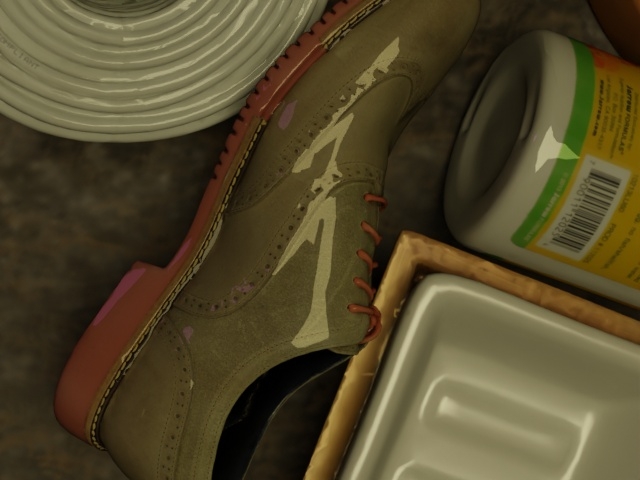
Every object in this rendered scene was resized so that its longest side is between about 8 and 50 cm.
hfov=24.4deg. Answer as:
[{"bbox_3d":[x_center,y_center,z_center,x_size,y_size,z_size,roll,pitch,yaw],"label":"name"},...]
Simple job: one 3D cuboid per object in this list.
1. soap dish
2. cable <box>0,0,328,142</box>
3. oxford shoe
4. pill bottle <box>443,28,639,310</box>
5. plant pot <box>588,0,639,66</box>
[{"bbox_3d":[0.091,0.164,0.894,0.229,0.118,0.290,21,91,-14],"label":"soap dish"},{"bbox_3d":[-0.107,-0.179,0.800,0.257,0.089,0.257,14,106,-23],"label":"cable"},{"bbox_3d":[0.000,0.000,0.833,0.130,0.123,0.348,37,97,23],"label":"oxford shoe"},{"bbox_3d":[0.211,-0.023,0.891,0.246,0.136,0.136,20,92,-14],"label":"pill bottle"},{"bbox_3d":[0.316,-0.207,0.860,0.291,0.203,0.290,-1,96,-12],"label":"plant pot"}]
